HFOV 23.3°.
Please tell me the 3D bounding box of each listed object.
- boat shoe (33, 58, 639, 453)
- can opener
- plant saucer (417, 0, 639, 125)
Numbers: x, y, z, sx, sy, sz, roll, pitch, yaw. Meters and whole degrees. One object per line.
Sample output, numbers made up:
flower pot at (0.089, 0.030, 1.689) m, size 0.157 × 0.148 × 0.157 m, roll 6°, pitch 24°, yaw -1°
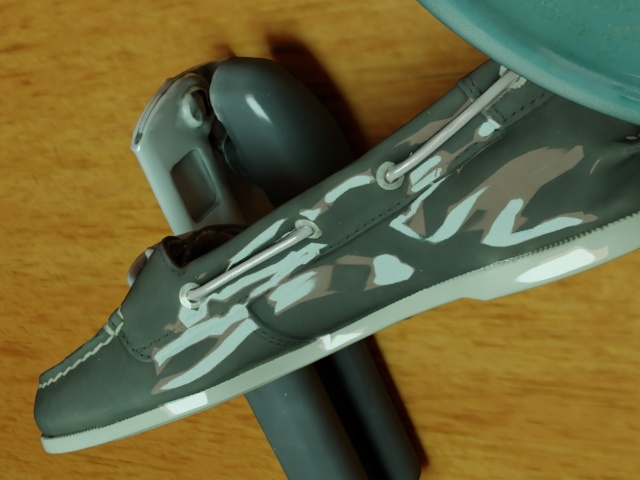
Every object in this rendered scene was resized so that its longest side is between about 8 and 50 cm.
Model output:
boat shoe at (0.000, 0.000, 0.665) m, size 0.335 × 0.112 × 0.095 m, roll -23°, pitch 92°, yaw 28°
can opener at (-0.005, 0.037, 0.777) m, size 0.095 × 0.076 × 0.283 m, roll 5°, pitch 129°, yaw 43°
plant saucer at (0.125, -0.139, 0.425) m, size 0.318 × 0.043 × 0.317 m, roll 13°, pitch 138°, yaw 12°
